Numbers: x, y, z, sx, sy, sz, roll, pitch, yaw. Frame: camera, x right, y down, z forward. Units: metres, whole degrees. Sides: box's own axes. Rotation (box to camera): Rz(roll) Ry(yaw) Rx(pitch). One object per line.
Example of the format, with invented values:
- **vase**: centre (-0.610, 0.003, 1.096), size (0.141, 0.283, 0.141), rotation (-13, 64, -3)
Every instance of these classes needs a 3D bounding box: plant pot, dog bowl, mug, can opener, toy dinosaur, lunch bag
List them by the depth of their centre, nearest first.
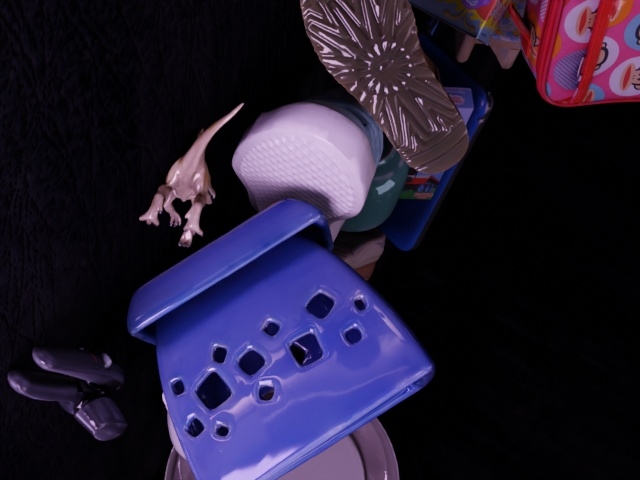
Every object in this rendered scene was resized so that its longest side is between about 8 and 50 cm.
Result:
- **can opener**: centre (-0.194, 0.109, 0.973), size (0.059, 0.073, 0.186), rotation (-50, 162, -8)
- **toy dinosaur**: centre (-0.107, -0.052, 0.998), size (0.183, 0.053, 0.093), rotation (122, -15, -71)
- **plant pot**: centre (-0.043, 0.102, 1.171), size (0.236, 0.212, 0.236), rotation (-32, 171, -1)
- **lunch bag**: centre (0.340, -0.291, 1.399), size (0.293, 0.258, 0.120), rotation (94, -10, -47)
- **mug**: centre (0.034, -0.081, 1.454), size (0.158, 0.129, 0.097), rotation (-54, 170, -38)
- **dog bowl**: centre (-0.061, 0.365, 1.863), size (0.349, 0.348, 0.102), rotation (-59, -175, -3)

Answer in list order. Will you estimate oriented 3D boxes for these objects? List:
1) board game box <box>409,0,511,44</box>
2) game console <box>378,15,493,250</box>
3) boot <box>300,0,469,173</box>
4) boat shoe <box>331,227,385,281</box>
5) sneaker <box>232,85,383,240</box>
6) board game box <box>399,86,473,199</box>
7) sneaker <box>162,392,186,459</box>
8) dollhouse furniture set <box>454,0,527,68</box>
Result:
- **board game box**: centre (0.172, -0.354, 1.243), size (0.275, 0.142, 0.144), rotation (-61, 173, 12)
- **game console**: centre (0.158, -0.176, 1.808), size (0.173, 0.250, 0.293), rotation (-14, 141, -41)
- **boot**: centre (0.048, -0.192, 1.172), size (0.089, 0.236, 0.269), rotation (-26, -159, 7)
- **boat shoe**: centre (-0.022, 0.048, 1.431), size (0.324, 0.123, 0.116), rotation (-10, 120, -60)
- **sneaker**: centre (0.000, -0.103, 1.218), size (0.366, 0.135, 0.150), rotation (129, -15, -79)
- **board game box**: centre (0.092, -0.125, 1.598), size (0.211, 0.160, 0.039), rotation (108, -19, -57)
- **sneaker**: centre (-0.152, 0.178, 1.464), size (0.091, 0.094, 0.258), rotation (-38, 150, -46)
- **dollhouse furniture set**: centre (0.380, -0.433, 1.598), size (0.256, 0.362, 0.394), rotation (110, -15, -61)
